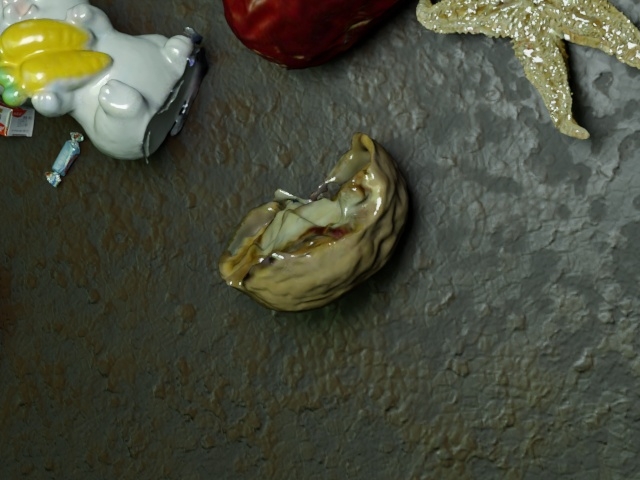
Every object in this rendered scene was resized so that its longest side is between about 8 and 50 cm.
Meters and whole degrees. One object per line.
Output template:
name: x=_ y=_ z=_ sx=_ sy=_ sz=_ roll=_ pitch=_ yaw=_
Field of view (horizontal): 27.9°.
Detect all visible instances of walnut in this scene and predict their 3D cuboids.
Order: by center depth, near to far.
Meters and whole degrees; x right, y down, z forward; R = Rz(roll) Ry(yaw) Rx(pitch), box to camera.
walnut: x=0.001 y=0.004 z=1.497 sx=0.238 sy=0.204 sz=0.141 roll=-31 pitch=111 yaw=31

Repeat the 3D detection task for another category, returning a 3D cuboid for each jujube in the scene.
jujube: x=0.017 y=-0.342 z=1.456 sx=0.223 sy=0.223 sz=0.318 roll=48 pitch=124 yaw=15

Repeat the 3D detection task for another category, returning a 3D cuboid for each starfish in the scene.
starfish: x=0.268 y=-0.265 z=1.422 sx=0.299 sy=0.060 sz=0.302 roll=-31 pitch=74 yaw=17

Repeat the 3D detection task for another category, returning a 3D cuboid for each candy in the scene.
candy: x=-0.347 y=-0.111 z=1.742 sx=0.030 sy=0.020 sz=0.083 roll=36 pitch=106 yaw=18

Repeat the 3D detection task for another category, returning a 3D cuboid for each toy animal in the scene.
toy animal: x=-0.312 y=-0.224 z=1.614 sx=0.310 sy=0.247 sz=0.183 roll=23 pitch=85 yaw=7

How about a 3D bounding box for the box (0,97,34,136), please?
box: x=-0.499 y=-0.191 z=1.793 sx=0.218 sy=0.055 sz=0.039 roll=19 pitch=102 yaw=24
